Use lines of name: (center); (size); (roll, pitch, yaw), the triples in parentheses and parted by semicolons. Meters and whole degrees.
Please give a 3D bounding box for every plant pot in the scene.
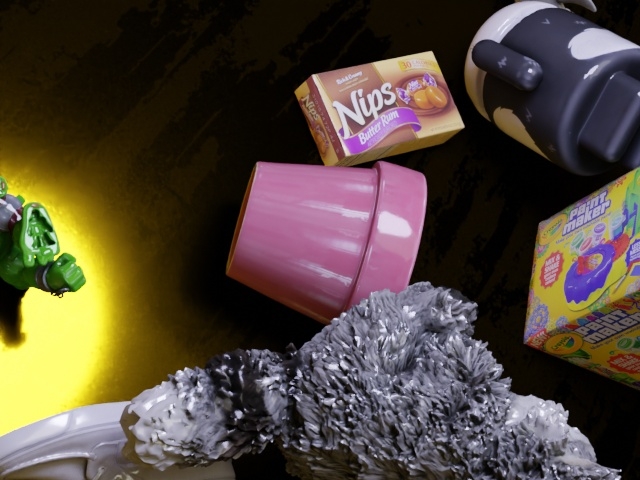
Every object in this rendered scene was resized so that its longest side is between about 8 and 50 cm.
plant pot: (0.000, 0.000, 1.497); (0.180, 0.201, 0.201); (15, 63, -6)

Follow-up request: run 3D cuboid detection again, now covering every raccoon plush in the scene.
raccoon plush: (0.065, 0.238, 1.325); (0.446, 0.216, 0.299); (-20, 50, -26)

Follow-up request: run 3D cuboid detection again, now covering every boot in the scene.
boot: (-0.195, 0.227, 1.337); (0.258, 0.095, 0.123); (-8, 68, -33)

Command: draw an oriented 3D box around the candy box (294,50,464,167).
candy box: (0.072, -0.158, 1.675); (0.186, 0.053, 0.109); (-15, 78, -34)

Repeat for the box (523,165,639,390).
box: (0.445, 0.052, 1.653); (0.279, 0.290, 0.177); (22, 62, -19)

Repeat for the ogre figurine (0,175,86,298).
ogre figurine: (-0.318, -0.015, 1.356); (0.197, 0.118, 0.097); (28, 63, -15)

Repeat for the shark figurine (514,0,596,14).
shark figurine: (0.304, -0.275, 1.847); (0.116, 0.166, 0.278); (-45, 114, -10)

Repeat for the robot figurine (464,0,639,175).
robot figurine: (0.298, -0.183, 1.691); (0.173, 0.209, 0.278); (-36, 45, -16)
